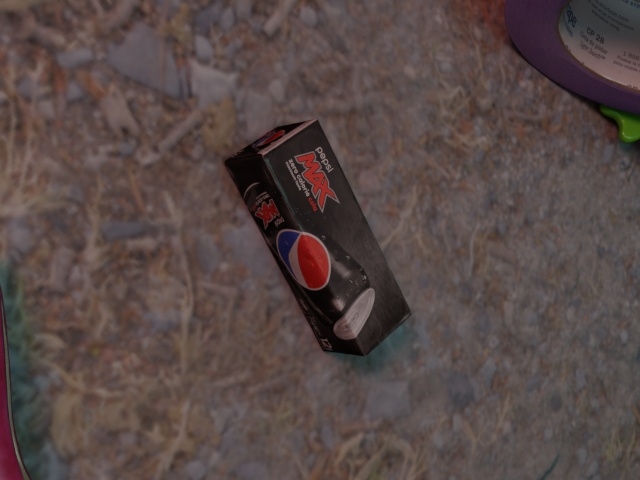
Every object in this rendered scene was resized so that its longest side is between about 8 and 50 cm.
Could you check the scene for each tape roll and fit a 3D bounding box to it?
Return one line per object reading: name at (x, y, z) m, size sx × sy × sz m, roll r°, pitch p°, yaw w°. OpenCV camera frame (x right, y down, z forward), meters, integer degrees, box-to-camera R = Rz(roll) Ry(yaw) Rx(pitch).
tape roll at (0.295, -0.197, 0.791) m, size 0.274 × 0.275 × 0.090 m, roll 27°, pitch 73°, yaw -33°

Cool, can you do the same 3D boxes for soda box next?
soda box at (0.000, 0.000, 0.708) m, size 0.060 × 0.053 × 0.169 m, roll -38°, pitch 110°, yaw -31°

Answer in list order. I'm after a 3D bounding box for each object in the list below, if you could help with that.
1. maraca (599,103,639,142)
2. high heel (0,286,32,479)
maraca at (0.361, -0.136, 0.953) m, size 0.185 × 0.099 × 0.127 m, roll 8°, pitch 74°, yaw -11°
high heel at (-0.166, 0.117, 0.568) m, size 0.117 × 0.082 × 0.244 m, roll -43°, pitch 100°, yaw -18°
